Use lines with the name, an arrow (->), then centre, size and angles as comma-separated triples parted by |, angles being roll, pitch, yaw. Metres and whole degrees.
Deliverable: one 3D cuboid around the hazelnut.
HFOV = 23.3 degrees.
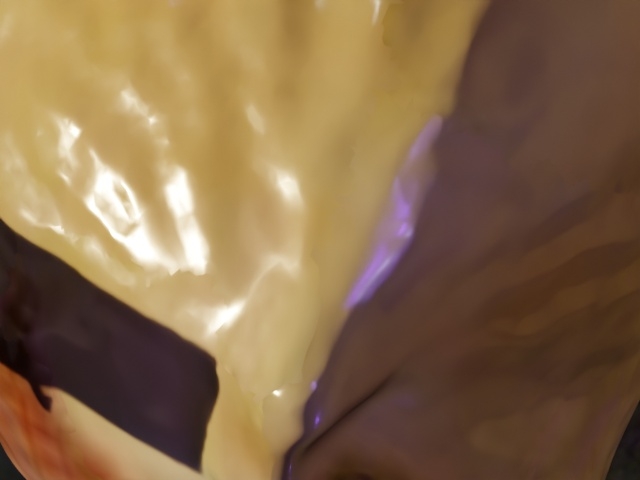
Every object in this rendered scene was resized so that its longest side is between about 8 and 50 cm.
hazelnut -> 0.000, 0.000, 0.473 | 0.261, 0.261, 0.241 | 47, -159, -1
